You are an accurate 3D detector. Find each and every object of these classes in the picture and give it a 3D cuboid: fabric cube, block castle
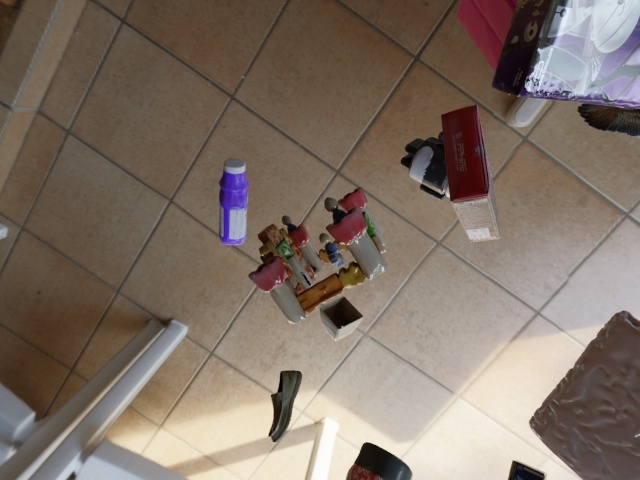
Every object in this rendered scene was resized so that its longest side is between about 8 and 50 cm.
[{"bbox_3d":[0.511,-0.551,0.980,0.254,0.259,0.258,-29,83,7],"label":"fabric cube"},{"bbox_3d":[0.000,0.000,1.120,0.303,0.453,0.212,-32,99,13],"label":"block castle"}]

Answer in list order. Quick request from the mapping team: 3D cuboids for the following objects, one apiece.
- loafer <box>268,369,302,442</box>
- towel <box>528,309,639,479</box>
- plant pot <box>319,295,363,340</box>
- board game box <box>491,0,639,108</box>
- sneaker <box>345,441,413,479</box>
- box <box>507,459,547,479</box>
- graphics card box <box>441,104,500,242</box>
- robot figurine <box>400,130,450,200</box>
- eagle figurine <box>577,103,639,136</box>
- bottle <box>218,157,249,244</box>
[{"bbox_3d":[-0.082,0.338,0.877,0.050,0.147,0.056,24,149,-10],"label":"loafer"},{"bbox_3d":[0.563,0.333,0.711,0.317,0.054,0.331,42,132,37],"label":"towel"},{"bbox_3d":[0.064,0.275,1.442,0.109,0.109,0.096,45,141,35],"label":"plant pot"},{"bbox_3d":[0.280,-0.278,0.313,0.208,0.056,0.346,-3,121,-19],"label":"board game box"},{"bbox_3d":[0.079,0.382,0.556,0.090,0.145,0.270,14,146,37],"label":"sneaker"},{"bbox_3d":[0.360,0.496,0.770,0.059,0.054,0.168,13,75,36],"label":"box"},{"bbox_3d":[0.402,-0.153,1.114,0.094,0.371,0.232,-9,72,25],"label":"graphics card box"},{"bbox_3d":[0.436,-0.269,1.541,0.278,0.209,0.173,34,86,23],"label":"robot figurine"},{"bbox_3d":[1.076,-0.452,1.436,0.299,0.225,0.226,25,69,-13],"label":"eagle figurine"},{"bbox_3d":[-0.280,-0.123,1.365,0.092,0.118,0.282,1,126,-13],"label":"bottle"}]
